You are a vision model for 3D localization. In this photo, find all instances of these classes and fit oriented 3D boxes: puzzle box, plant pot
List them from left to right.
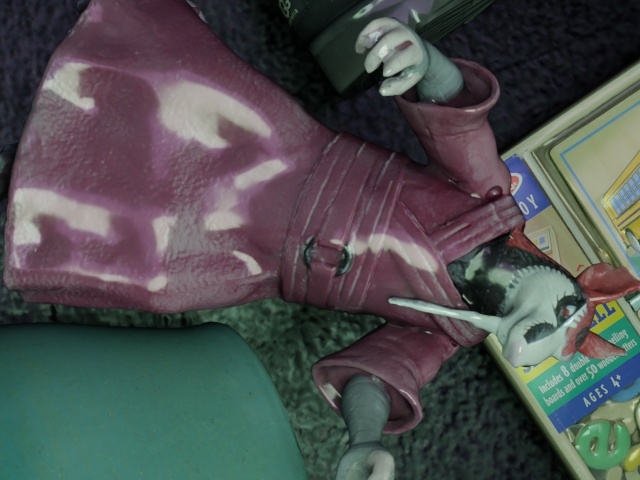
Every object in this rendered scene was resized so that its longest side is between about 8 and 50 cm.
[{"bbox_3d":[-0.151,0.164,0.757,0.255,0.271,0.271,-16,91,-23],"label":"plant pot"},{"bbox_3d":[0.297,-0.018,0.908,0.409,0.052,0.272,-34,93,-3],"label":"puzzle box"}]

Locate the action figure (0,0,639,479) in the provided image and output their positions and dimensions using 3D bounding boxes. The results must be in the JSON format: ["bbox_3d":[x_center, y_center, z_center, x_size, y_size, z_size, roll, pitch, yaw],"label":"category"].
[{"bbox_3d":[0.000,0.000,0.748,0.370,0.276,0.248,21,94,3],"label":"action figure"}]

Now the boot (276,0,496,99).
[{"bbox_3d":[0.031,-0.373,0.860,0.367,0.146,0.445,-34,87,-14],"label":"boot"}]
